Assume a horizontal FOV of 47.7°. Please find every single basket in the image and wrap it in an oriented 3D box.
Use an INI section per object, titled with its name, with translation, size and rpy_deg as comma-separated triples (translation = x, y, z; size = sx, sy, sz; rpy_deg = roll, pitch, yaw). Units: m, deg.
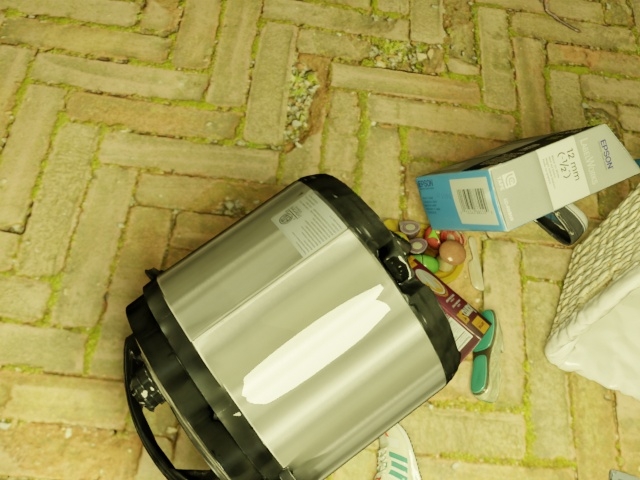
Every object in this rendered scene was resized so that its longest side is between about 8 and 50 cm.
[basket]
translation = 0.613, 0.098, 1.233
size = 0.331, 0.328, 0.267
rpy_deg = 23, 55, 0

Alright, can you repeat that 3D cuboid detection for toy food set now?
[toy food set]
translation = 0.209, 0.011, 1.340
size = 0.217, 0.071, 0.128
rpy_deg = 9, 59, -7

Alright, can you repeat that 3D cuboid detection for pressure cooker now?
[pressure cooker]
translation = -0.071, 0.152, 1.009
size = 0.420, 0.370, 0.376
rpy_deg = -36, 99, -9

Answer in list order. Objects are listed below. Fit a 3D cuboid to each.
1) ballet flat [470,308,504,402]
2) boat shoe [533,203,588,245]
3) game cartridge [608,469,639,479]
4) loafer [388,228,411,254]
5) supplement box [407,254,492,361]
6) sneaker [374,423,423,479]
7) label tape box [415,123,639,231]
[ballet flat]
translation = 0.295, 0.204, 1.269
size = 0.052, 0.057, 0.168
rpy_deg = 31, 58, -27
[boat shoe]
translation = 0.422, -0.072, 1.437
size = 0.228, 0.080, 0.076
rpy_deg = 41, 59, 3
[game cartridge]
translation = 0.504, 0.428, 1.198
size = 0.055, 0.017, 0.083
rpy_deg = 17, 59, 2
[loafer]
translation = 0.056, -0.013, 1.302
size = 0.220, 0.080, 0.078
rpy_deg = 32, 97, 31
[supplement box]
translation = 0.190, 0.121, 1.242
size = 0.188, 0.081, 0.104
rpy_deg = 41, 22, 12
[sneaker]
translation = 0.109, 0.358, 1.127
size = 0.075, 0.057, 0.161
rpy_deg = -8, 65, -23
[label tape box]
translation = 0.379, -0.124, 1.262
size = 0.347, 0.249, 0.115
rpy_deg = -24, 99, -17
